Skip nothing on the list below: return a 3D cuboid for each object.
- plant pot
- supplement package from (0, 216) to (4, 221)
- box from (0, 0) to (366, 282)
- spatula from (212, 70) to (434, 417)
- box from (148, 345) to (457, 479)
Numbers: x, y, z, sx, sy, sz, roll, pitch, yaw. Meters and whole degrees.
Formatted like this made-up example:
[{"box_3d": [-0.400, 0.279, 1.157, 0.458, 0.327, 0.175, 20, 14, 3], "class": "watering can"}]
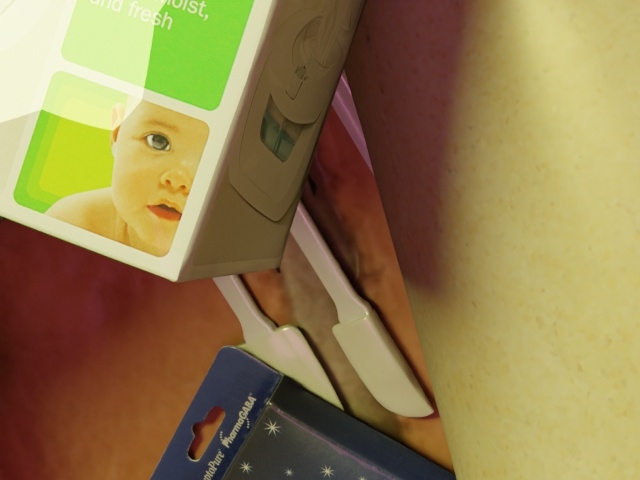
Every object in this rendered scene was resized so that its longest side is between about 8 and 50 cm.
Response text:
[{"box_3d": [0.160, -0.013, 0.648, 0.334, 0.334, 0.305, -21, 94, 21], "class": "plant pot"}, {"box_3d": [-0.221, -0.078, 0.724, 0.293, 0.177, 0.175, -38, 90, 10], "class": "supplement package"}, {"box_3d": [-0.109, -0.137, 0.544, 0.262, 0.127, 0.231, 21, 97, 12], "class": "box"}, {"box_3d": [0.000, 0.000, 0.838, 0.168, 0.019, 0.242, -23, 104, 28], "class": "spatula"}, {"box_3d": [0.012, 0.167, 0.887, 0.225, 0.036, 0.136, 30, 122, 2], "class": "box"}]
